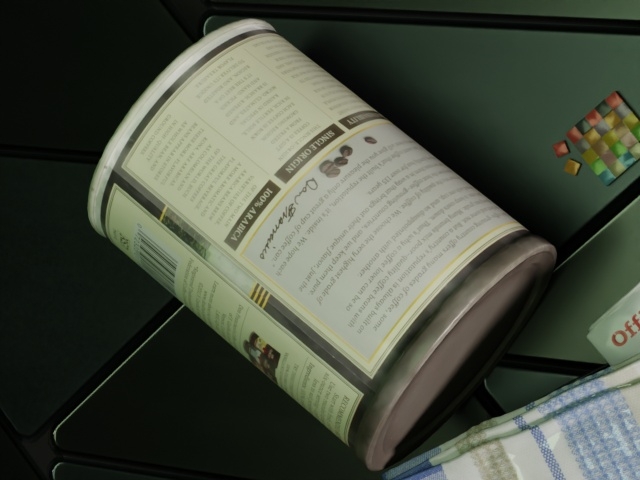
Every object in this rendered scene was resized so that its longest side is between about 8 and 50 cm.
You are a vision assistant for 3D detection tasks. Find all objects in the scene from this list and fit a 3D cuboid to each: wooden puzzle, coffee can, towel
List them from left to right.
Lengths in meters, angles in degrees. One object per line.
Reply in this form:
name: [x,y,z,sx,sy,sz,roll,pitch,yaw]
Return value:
coffee can: [0.000,0.000,1.400,0.275,0.201,0.201,40,109,17]
towel: [0.192,0.197,1.318,0.285,0.034,0.209,-28,85,26]
wooden puzzle: [0.208,-0.072,1.404,0.083,0.006,0.049,-42,77,22]

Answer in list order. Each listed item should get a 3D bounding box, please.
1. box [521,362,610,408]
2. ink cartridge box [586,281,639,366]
box: [0.171,0.194,1.398,0.158,0.093,0.156,-33,81,25]
ink cartridge box: [0.290,0.086,1.342,0.127,0.072,0.175,-44,76,22]
